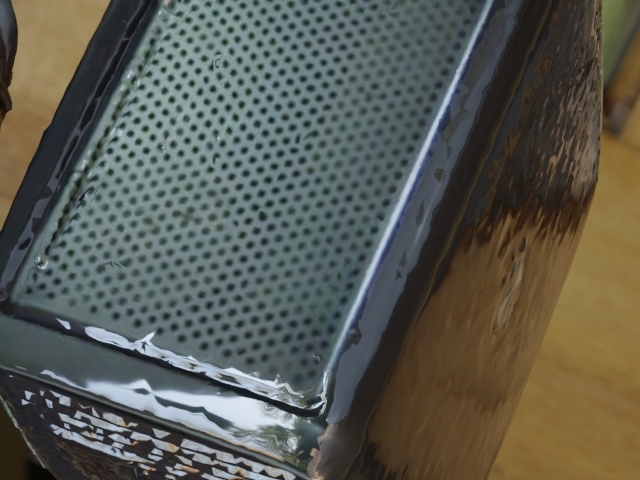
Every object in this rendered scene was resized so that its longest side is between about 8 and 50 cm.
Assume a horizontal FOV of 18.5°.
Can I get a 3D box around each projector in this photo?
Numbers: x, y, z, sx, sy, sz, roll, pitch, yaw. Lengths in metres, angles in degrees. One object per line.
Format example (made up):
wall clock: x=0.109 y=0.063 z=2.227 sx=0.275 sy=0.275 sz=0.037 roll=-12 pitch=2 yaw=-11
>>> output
projector: x=0.000 y=0.000 z=1.164 sx=0.395 sy=0.242 sz=0.405 roll=76 pitch=-145 yaw=-63

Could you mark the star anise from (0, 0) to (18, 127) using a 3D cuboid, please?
star anise: x=-0.234 y=-0.070 z=1.129 sx=0.229 sy=0.093 sz=0.236 roll=-51 pitch=18 yaw=40
